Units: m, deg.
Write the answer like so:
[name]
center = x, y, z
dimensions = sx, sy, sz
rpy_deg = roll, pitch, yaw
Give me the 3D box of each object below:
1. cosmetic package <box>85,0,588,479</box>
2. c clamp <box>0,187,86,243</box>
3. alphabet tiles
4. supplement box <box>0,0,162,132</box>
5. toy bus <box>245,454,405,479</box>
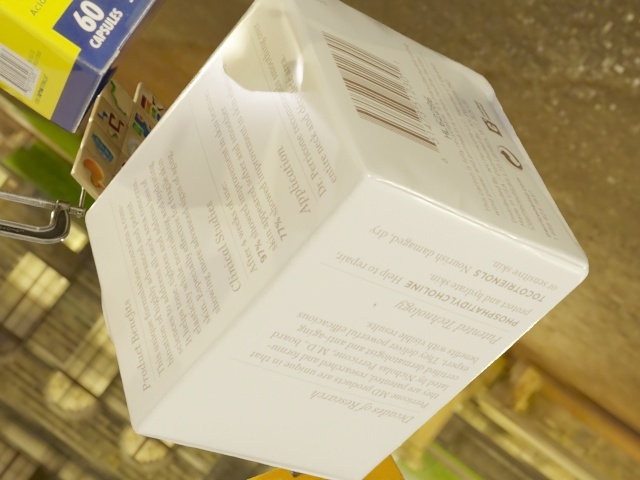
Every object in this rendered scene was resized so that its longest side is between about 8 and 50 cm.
[cosmetic package]
center = 0.000, 0.000, 1.459
dimensions = 0.327, 0.394, 0.329
rpy_deg = 20, -144, -38
[c clamp]
center = -0.362, -0.039, 1.627
dimensions = 0.160, 0.022, 0.137
rpy_deg = 9, -146, -16
[alphabet tiles]
center = -0.212, -0.056, 1.768
dimensions = 0.285, 0.011, 0.342
rpy_deg = 50, -154, -30
[supplement box]
center = -0.302, -0.290, 1.178
dimensions = 0.356, 0.194, 0.195
rpy_deg = 34, 161, -9
[toy bus]
center = -0.055, 0.348, 1.609
dimensions = 0.130, 0.332, 0.108
rpy_deg = 90, 156, -51
